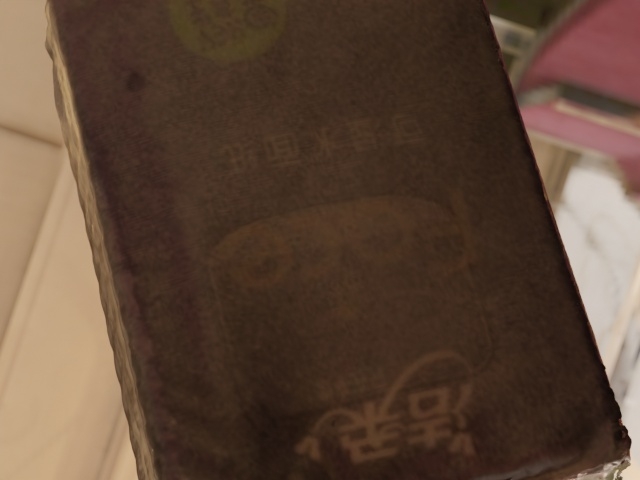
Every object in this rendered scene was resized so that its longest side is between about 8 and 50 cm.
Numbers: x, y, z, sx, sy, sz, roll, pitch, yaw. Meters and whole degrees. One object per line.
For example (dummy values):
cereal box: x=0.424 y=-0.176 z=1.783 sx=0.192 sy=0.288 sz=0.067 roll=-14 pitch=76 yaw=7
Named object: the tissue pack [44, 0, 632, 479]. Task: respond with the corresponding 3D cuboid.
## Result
tissue pack: x=0.000 y=0.000 z=1.140 sx=0.288 sy=0.394 sz=0.124 roll=-11 pitch=159 yaw=-10
